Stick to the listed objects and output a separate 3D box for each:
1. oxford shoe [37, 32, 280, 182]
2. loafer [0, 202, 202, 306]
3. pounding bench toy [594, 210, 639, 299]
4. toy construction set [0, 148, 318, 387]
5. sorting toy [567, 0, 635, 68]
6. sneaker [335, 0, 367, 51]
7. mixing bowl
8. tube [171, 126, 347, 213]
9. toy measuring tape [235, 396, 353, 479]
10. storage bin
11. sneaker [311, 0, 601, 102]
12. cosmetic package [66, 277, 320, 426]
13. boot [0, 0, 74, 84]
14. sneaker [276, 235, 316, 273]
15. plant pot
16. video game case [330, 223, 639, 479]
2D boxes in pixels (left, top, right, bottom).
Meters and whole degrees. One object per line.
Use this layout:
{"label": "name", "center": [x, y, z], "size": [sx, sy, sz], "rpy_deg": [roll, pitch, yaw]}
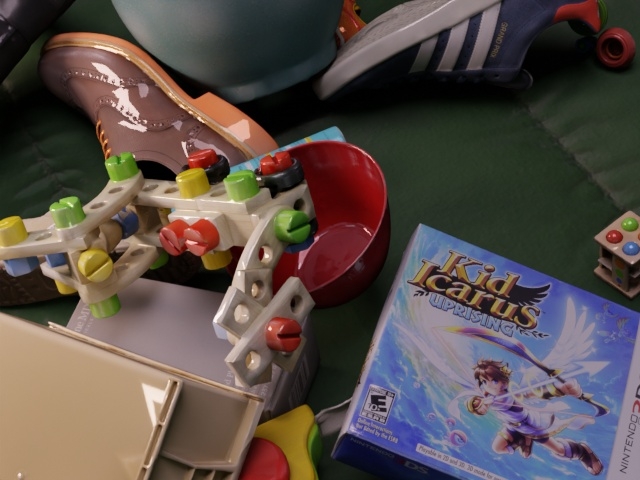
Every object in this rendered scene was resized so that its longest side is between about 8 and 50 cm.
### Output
{"label": "oxford shoe", "center": [-0.216, -0.130, 1.590], "size": [0.363, 0.130, 0.133], "rpy_deg": [28, 66, 30]}
{"label": "loafer", "center": [-0.259, 0.006, 1.490], "size": [0.268, 0.102, 0.092], "rpy_deg": [-4, 54, 7]}
{"label": "pounding bench toy", "center": [0.326, 0.004, 1.409], "size": [0.083, 0.065, 0.052], "rpy_deg": [-35, 52, -20]}
{"label": "toy construction set", "center": [-0.126, 0.007, 1.275], "size": [0.327, 0.151, 0.215], "rpy_deg": [22, 40, 35]}
{"label": "sorting toy", "center": [0.333, -0.247, 1.636], "size": [0.102, 0.061, 0.042], "rpy_deg": [56, 37, 5]}
{"label": "sneaker", "center": [0.009, -0.292, 1.743], "size": [0.067, 0.064, 0.175], "rpy_deg": [-10, 50, -26]}
{"label": "mixing bowl", "center": [0.000, 0.000, 1.390], "size": [0.181, 0.098, 0.181], "rpy_deg": [-14, 54, 20]}
{"label": "tube", "center": [-0.068, -0.060, 1.470], "size": [0.207, 0.052, 0.080], "rpy_deg": [-23, 41, -10]}
{"label": "toy measuring tape", "center": [0.001, 0.210, 1.259], "size": [0.330, 0.121, 0.121], "rpy_deg": [-24, 49, -13]}
{"label": "storage bin", "center": [-0.223, 0.214, 1.204], "size": [0.262, 0.123, 0.260], "rpy_deg": [15, 82, 33]}
{"label": "sneaker", "center": [0.163, -0.219, 1.609], "size": [0.350, 0.148, 0.131], "rpy_deg": [-26, 20, 17]}
{"label": "cosmetic package", "center": [-0.132, 0.120, 1.367], "size": [0.238, 0.107, 0.127], "rpy_deg": [10, 55, 15]}
{"label": "boot", "center": [-0.506, -0.206, 1.701], "size": [0.445, 0.146, 0.367], "rpy_deg": [-55, 32, -14]}
{"label": "sneaker", "center": [-0.019, 0.003, 1.488], "size": [0.166, 0.065, 0.076], "rpy_deg": [-37, 72, -20]}
{"label": "plant pot", "center": [-0.091, -0.278, 1.613], "size": [0.293, 0.196, 0.293], "rpy_deg": [-18, 22, 7]}
{"label": "video game case", "center": [0.175, 0.136, 1.264], "size": [0.269, 0.061, 0.244], "rpy_deg": [22, 52, 0]}
